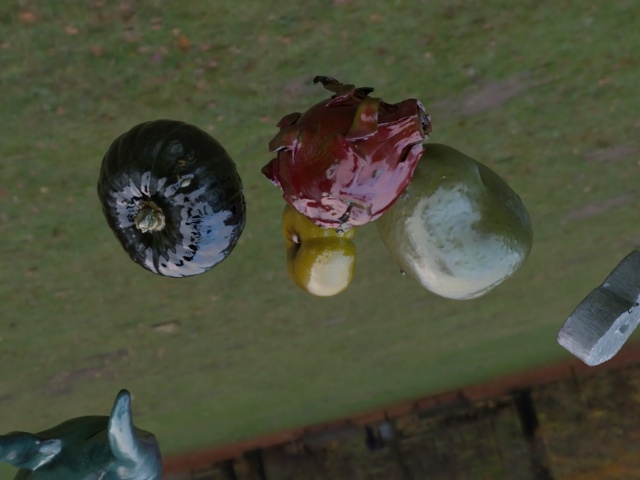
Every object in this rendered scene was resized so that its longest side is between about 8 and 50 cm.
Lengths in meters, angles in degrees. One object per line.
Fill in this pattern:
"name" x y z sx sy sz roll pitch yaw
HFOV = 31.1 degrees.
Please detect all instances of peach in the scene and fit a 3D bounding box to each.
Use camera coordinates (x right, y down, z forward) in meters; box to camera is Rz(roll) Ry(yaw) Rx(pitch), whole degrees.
"peach" 0.000 0.000 1.787 0.103 0.179 0.179 -5 167 -15

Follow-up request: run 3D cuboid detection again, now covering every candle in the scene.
"candle" 0.416 0.109 1.649 0.192 0.068 0.168 -39 154 -23

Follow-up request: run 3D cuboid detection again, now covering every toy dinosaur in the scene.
"toy dinosaur" -0.168 0.189 0.938 0.383 0.129 0.331 -43 169 27

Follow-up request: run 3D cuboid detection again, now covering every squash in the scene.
"squash" -0.180 -0.049 1.386 0.193 0.193 0.156 -27 -153 50

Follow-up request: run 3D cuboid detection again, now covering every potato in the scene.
"potato" 0.131 -0.027 1.190 0.157 0.157 0.194 -17 145 20

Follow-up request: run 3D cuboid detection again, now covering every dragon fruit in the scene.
"dragon fruit" 0.026 -0.074 1.053 0.166 0.133 0.136 -21 137 32
